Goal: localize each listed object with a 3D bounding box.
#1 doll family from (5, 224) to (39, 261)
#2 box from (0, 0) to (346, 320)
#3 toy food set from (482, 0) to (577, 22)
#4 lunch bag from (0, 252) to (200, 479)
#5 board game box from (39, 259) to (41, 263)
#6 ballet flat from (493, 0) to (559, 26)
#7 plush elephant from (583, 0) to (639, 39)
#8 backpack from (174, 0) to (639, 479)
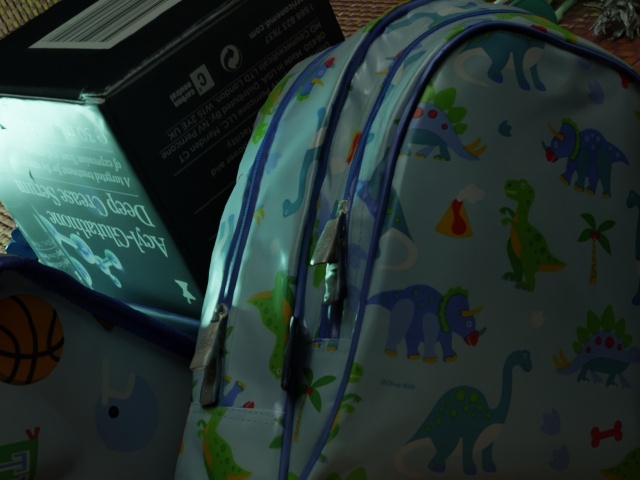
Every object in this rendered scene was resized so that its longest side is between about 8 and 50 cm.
[{"bbox_3d":[-0.336,0.009,1.273,0.263,0.118,0.163,-41,34,33],"label":"doll family"},{"bbox_3d":[-0.094,-0.015,0.941,0.212,0.395,0.293,-42,32,-28],"label":"box"},{"bbox_3d":[0.279,-0.347,1.589,0.192,0.038,0.132,5,40,43],"label":"toy food set"},{"bbox_3d":[-0.187,0.145,0.779,0.328,0.385,0.239,6,70,45],"label":"lunch bag"},{"bbox_3d":[-0.277,0.010,1.330,0.347,0.056,0.208,-50,38,-14],"label":"board game box"},{"bbox_3d":[0.136,-0.182,1.357,0.400,0.139,0.139,-36,30,-28],"label":"ballet flat"},{"bbox_3d":[0.391,-0.448,1.434,0.272,0.255,0.330,-3,36,30],"label":"plush elephant"},{"bbox_3d":[0.069,0.035,0.657,0.273,0.290,0.355,-39,42,54],"label":"backpack"}]
